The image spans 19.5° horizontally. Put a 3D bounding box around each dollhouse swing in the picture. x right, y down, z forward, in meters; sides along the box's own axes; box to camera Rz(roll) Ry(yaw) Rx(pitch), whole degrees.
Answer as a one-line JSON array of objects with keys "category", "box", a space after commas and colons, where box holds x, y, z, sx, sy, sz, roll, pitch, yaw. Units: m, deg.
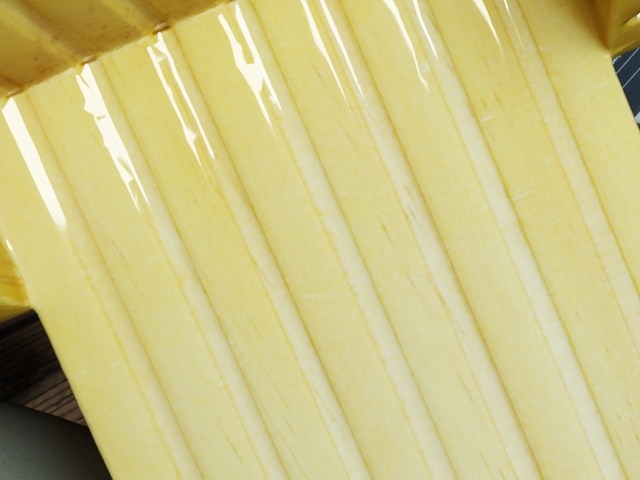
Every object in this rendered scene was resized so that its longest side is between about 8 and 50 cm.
[{"category": "dollhouse swing", "box": [0.000, 0.000, 0.771, 0.347, 0.305, 0.315, -22, 173, 5]}]

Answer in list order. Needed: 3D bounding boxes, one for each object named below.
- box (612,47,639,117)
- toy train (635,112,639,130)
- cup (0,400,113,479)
[{"category": "box", "box": [0.100, -0.114, 1.182, 0.261, 0.184, 0.103, -50, -171, 32]}, {"category": "toy train", "box": [0.165, -0.040, 1.421, 0.190, 0.142, 0.334, -10, 152, -13]}, {"category": "cup", "box": [-0.287, 0.230, 1.264, 0.331, 0.331, 0.237, -39, 128, 11]}]
